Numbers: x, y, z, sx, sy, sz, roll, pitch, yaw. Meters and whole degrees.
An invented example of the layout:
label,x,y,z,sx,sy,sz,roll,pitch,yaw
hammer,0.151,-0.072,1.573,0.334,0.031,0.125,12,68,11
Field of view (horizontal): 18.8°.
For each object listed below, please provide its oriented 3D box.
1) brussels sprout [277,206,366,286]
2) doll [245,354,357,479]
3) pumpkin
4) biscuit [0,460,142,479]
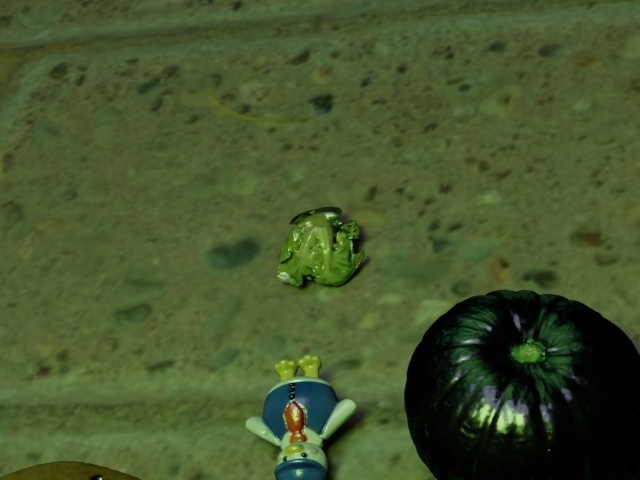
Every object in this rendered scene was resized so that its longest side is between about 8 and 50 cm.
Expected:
label,x,y,z,sx,sy,sz,roll,pitch,yaw
brussels sprout,0.000,0.000,1.772,0.085,0.058,0.085,-5,33,3
doll,-0.016,0.163,1.624,0.099,0.057,0.143,-11,51,13
pumpkin,0.163,0.129,1.517,0.202,0.140,0.202,-2,43,2
biscuit,-0.280,0.328,1.575,0.314,0.063,0.367,17,58,33
